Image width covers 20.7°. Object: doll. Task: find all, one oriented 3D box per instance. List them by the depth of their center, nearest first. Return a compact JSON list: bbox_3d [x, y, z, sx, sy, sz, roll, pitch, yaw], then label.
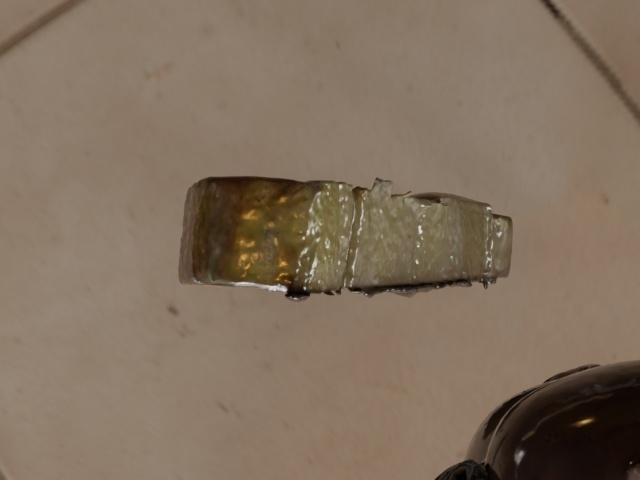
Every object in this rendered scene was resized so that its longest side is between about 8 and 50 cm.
[{"bbox_3d":[0.127,0.111,0.760,0.182,0.257,0.117,-13,86,-4],"label":"doll"}]

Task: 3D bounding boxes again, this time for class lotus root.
[{"bbox_3d":[0.000,0.000,1.135,0.170,0.261,0.074,0,89,28],"label":"lotus root"}]
